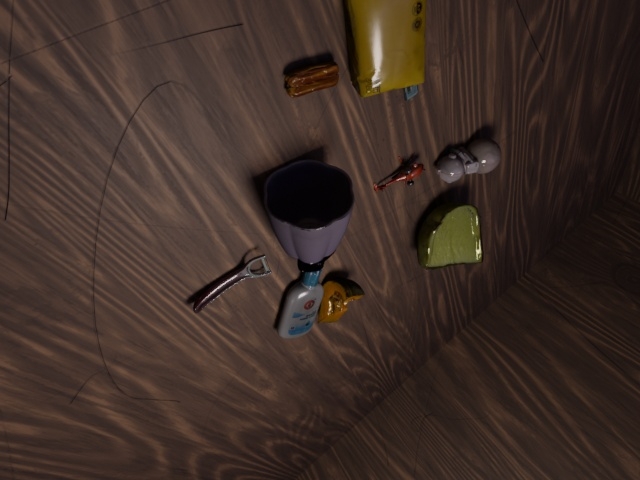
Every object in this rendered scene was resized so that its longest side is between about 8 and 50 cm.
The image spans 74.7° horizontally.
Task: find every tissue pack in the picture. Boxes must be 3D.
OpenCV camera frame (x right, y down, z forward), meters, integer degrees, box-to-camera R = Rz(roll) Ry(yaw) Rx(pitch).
[{"bbox_3d":[0.167,-0.525,1.076,0.192,0.134,0.271,-16,137,-1],"label":"tissue pack"}]

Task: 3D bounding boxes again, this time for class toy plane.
[{"bbox_3d":[0.288,-0.237,1.523,0.194,0.077,0.126,-13,123,-21],"label":"toy plane"}]

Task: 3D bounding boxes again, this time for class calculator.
[{"bbox_3d":[0.277,-0.521,1.308,0.057,0.018,0.172,-35,141,-10],"label":"calculator"}]

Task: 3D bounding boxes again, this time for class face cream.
[{"bbox_3d":[-0.064,0.228,1.605,0.163,0.080,0.337,-6,128,-37],"label":"face cream"}]

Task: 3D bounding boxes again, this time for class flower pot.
[{"bbox_3d":[-0.035,-0.064,1.261,0.265,0.265,0.243,-27,147,-21],"label":"flower pot"}]

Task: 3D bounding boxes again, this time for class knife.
[{"bbox_3d":[-0.290,0.144,1.358,0.278,0.053,0.123,-32,143,-15],"label":"knife"}]

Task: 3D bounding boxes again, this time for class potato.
[{"bbox_3d":[0.540,-0.041,1.837,0.330,0.213,0.280,-7,110,-26],"label":"potato"}]

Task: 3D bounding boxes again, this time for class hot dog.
[{"bbox_3d":[-0.017,-0.428,1.108,0.165,0.045,0.071,-25,135,-23],"label":"hot dog"}]

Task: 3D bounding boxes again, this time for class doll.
[{"bbox_3d":[0.579,-0.309,1.660,0.287,0.151,0.151,-23,136,-20],"label":"doll"}]

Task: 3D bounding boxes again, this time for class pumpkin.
[{"bbox_3d":[0.062,0.234,1.703,0.131,0.126,0.248,-9,148,-46],"label":"pumpkin"}]

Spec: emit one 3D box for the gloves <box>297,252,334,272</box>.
[{"bbox_3d":[0.000,0.000,1.449,0.164,0.124,0.203,-22,147,-52],"label":"gloves"}]
